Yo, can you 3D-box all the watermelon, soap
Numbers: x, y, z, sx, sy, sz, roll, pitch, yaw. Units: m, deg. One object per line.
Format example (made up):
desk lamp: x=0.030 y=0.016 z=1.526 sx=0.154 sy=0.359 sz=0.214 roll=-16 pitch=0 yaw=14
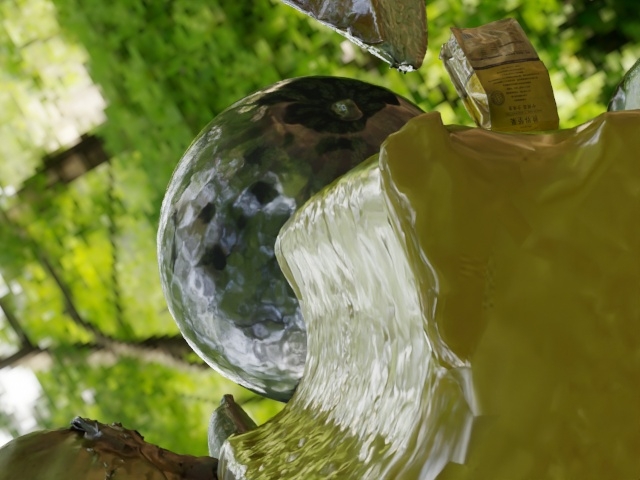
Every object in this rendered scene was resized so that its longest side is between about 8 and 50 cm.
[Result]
watermelon: x=0.000 y=0.000 z=1.111 sx=0.212 sy=0.212 sz=0.212 roll=58 pitch=174 yaw=10
soap: x=0.109 y=0.054 z=0.496 sx=0.281 sy=0.259 sz=0.143 roll=156 pitch=123 yaw=-81

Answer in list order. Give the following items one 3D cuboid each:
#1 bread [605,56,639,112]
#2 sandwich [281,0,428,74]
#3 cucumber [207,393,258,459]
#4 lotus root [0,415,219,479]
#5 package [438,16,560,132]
bread: x=0.321 y=0.016 z=1.295 sx=0.366 sy=0.129 sz=0.382 roll=111 pitch=151 yaw=-42
sandwich: x=-0.008 y=-0.193 z=1.143 sx=0.244 sy=0.088 sz=0.090 roll=35 pitch=-175 yaw=36
cucumber: x=-0.030 y=0.184 z=1.198 sx=0.056 sy=0.056 sz=0.284 roll=62 pitch=177 yaw=-28
lotus root: x=-0.097 y=0.214 z=0.705 sx=0.160 sy=0.275 sz=0.152 roll=-3 pitch=153 yaw=34
package: x=0.158 y=-0.130 z=1.527 sx=0.047 sy=0.071 sz=0.131 roll=112 pitch=144 yaw=-48
